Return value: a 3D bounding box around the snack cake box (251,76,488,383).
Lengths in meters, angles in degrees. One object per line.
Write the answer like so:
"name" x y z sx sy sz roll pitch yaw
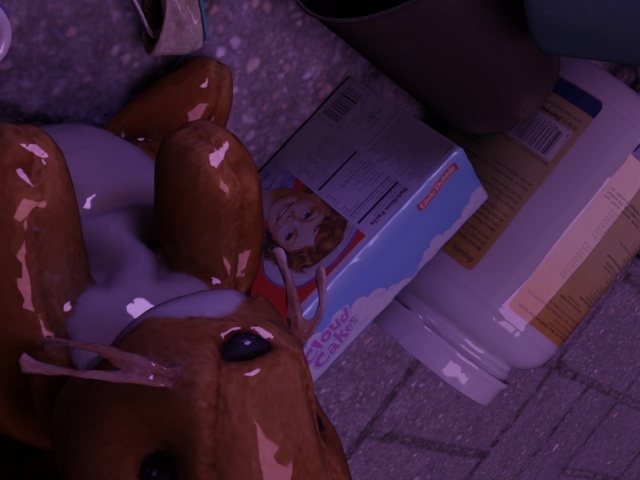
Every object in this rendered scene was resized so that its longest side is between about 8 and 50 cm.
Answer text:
"snack cake box" 0.000 0.000 0.724 0.264 0.152 0.089 -46 142 -2

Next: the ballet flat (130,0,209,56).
"ballet flat" -0.109 -0.196 0.539 0.052 0.057 0.168 -19 134 -18

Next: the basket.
"basket" 0.111 -0.195 0.673 0.204 0.154 0.227 -38 146 8

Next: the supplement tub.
"supplement tub" 0.195 -0.013 0.835 0.316 0.228 0.228 -51 141 4

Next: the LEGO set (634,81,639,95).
"LEGO set" 0.457 -0.221 1.010 0.287 0.132 0.107 -66 162 -14

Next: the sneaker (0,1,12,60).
"sneaker" -0.273 -0.139 0.350 0.282 0.161 0.102 4 120 -43

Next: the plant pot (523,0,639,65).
"plant pot" 0.315 -0.240 0.512 0.341 0.333 0.342 7 90 -67

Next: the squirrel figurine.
"squirrel figurine" -0.126 0.112 0.524 0.280 0.370 0.397 -7 126 -40

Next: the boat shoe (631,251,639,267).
"boat shoe" 0.612 -0.063 1.263 0.302 0.114 0.091 -37 144 -8
